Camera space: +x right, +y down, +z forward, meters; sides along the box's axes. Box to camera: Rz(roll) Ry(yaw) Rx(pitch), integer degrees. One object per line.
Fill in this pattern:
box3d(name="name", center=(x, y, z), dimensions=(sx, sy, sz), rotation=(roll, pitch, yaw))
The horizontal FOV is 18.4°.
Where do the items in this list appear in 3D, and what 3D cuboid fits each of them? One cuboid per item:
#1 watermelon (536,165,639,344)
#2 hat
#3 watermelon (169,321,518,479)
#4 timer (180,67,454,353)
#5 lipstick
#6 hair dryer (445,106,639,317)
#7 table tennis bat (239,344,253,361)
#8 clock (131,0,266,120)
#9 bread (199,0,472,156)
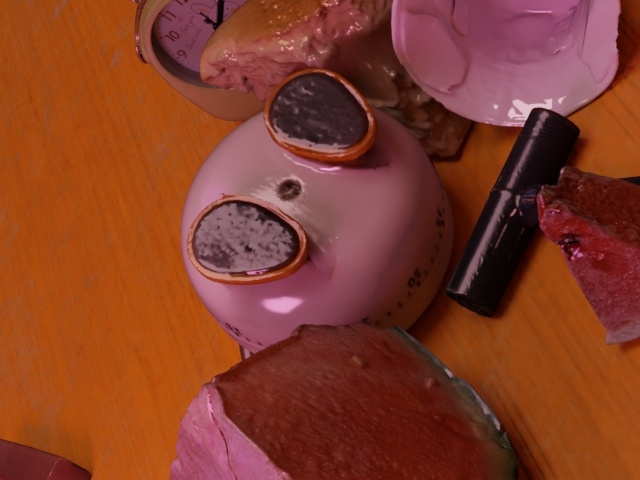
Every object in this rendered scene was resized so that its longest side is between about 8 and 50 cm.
box3d(name="watermelon", center=(0.209, 0.003, 1.428), dimensions=(0.121, 0.158, 0.098), rotation=(115, 162, -45))
box3d(name="hat", center=(0.166, -0.205, 1.659), dimensions=(0.203, 0.203, 0.126), rotation=(-30, 24, 35))
box3d(name="watermelon", center=(0.043, 0.177, 1.440), dimensions=(0.222, 0.319, 0.292), rotation=(-36, 66, -22))
box3d(name="timer", center=(0.000, 0.000, 1.692), dimensions=(0.234, 0.240, 0.233), rotation=(-8, 60, 15))
box3d(name="lipstick", center=(-0.286, 0.231, 1.969), dimensions=(0.145, 0.045, 0.045), rotation=(6, 65, 55))
box3d(name="hair dryer", center=(0.198, -0.013, 1.537), dimensions=(0.195, 0.050, 0.173), rotation=(13, 75, 54))
box3d(name="table tennis bat", center=(-0.119, 0.072, 1.814), dimensions=(0.119, 0.107, 0.170), rotation=(-19, 64, 13))
box3d(name="clock", center=(-0.108, -0.227, 1.973), dimensions=(0.170, 0.232, 0.069), rotation=(-34, 37, 30))
box3d(name="bread", center=(0.038, -0.204, 1.799), dimensions=(0.224, 0.184, 0.211), rotation=(0, 60, 51))
